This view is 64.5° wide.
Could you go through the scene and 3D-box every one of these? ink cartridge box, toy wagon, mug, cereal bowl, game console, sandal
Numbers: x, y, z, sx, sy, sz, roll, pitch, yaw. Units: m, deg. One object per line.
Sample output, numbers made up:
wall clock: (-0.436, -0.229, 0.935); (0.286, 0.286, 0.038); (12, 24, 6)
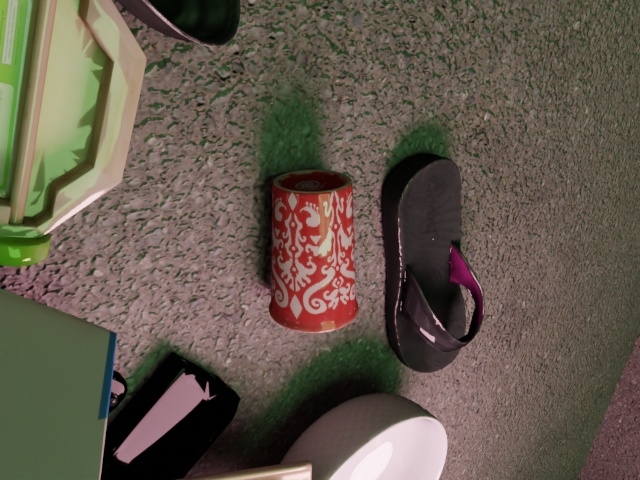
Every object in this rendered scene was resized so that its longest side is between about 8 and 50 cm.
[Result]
ink cartridge box: (-0.285, 0.168, 0.356); (0.168, 0.171, 0.233); (31, 113, -33)
toy wagon: (-0.294, -0.119, 0.323); (0.344, 0.068, 0.268); (5, 110, -41)
mug: (-0.010, 0.001, 0.622); (0.113, 0.150, 0.170); (-1, 115, 1)
cereal bowl: (0.044, 0.390, 0.836); (0.338, 0.141, 0.339); (-20, 124, -32)
game console: (-0.259, 0.194, 0.544); (0.213, 0.044, 0.361); (-50, 134, -7)
sandal: (0.187, 0.080, 0.807); (0.167, 0.107, 0.446); (-34, 131, -21)

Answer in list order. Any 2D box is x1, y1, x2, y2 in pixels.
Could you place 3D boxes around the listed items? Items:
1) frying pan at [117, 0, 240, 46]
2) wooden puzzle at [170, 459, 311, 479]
frying pan: (-0.149, -0.270, 0.313); (0.053, 0.197, 0.326); (-15, 134, 22)
wooden puzzle: (-0.116, 0.398, 0.632); (0.220, 0.044, 0.239); (-2, 102, -15)
